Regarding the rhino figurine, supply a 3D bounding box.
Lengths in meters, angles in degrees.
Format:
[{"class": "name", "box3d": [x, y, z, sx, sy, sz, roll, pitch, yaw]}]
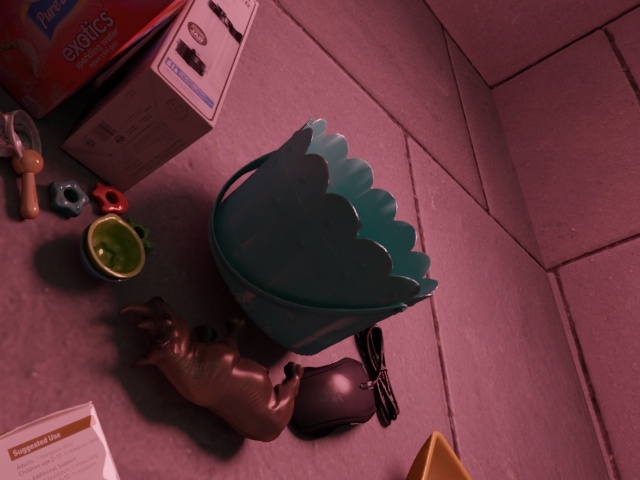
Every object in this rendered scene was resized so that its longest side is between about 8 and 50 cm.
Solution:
[{"class": "rhino figurine", "box3d": [-0.116, 0.137, 0.639, 0.243, 0.073, 0.106, 42, 34, -29]}]

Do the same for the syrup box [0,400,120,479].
[{"class": "syrup box", "box3d": [-0.188, 0.250, 0.420, 0.096, 0.093, 0.237, -13, 78, -58]}]

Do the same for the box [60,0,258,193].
[{"class": "box", "box3d": [-0.182, -0.211, 0.712, 0.087, 0.169, 0.290, 42, 36, -32]}]

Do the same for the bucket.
[{"class": "bucket", "box3d": [0.000, 0.000, 0.755, 0.281, 0.183, 0.281, 48, 17, -20]}]

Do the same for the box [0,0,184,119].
[{"class": "box", "box3d": [-0.226, -0.252, 0.588, 0.122, 0.257, 0.128, 50, 33, -23]}]

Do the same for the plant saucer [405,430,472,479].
[{"class": "plant saucer", "box3d": [0.180, 0.500, 0.800, 0.333, 0.081, 0.333, 57, 31, -11]}]

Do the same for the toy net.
[{"class": "toy net", "box3d": [-0.260, -0.062, 0.599, 0.232, 0.045, 0.122, 53, 32, -16]}]

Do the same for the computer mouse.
[{"class": "computer mouse", "box3d": [0.043, 0.181, 0.856, 0.262, 0.060, 0.184, 15, 55, -52]}]
